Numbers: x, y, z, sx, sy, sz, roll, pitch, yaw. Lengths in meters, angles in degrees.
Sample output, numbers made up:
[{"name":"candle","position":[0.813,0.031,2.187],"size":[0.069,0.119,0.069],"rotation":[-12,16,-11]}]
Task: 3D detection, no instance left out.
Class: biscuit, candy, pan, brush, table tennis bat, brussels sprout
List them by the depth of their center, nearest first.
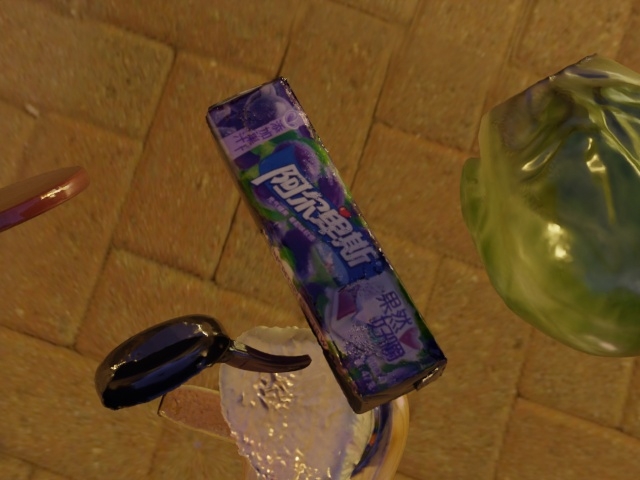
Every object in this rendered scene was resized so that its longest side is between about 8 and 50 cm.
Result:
[{"name":"brussels sprout","position":[0.228,-0.024,0.976],"size":[0.244,0.244,0.244],"rotation":[1,80,-6]},{"name":"pan","position":[-0.091,0.094,1.005],"size":[0.212,0.115,0.040],"rotation":[0,57,-44]},{"name":"candy","position":[0.000,0.000,1.073],"size":[0.088,0.061,0.312],"rotation":[-26,71,-8]},{"name":"table tennis bat","position":[-0.370,-0.011,1.209],"size":[0.310,0.200,0.038],"rotation":[-30,106,-33]},{"name":"brush","position":[-0.016,0.220,1.221],"size":[0.174,0.166,0.267],"rotation":[9,87,19]},{"name":"biscuit","position":[-0.096,0.214,1.428],"size":[0.188,0.056,0.052],"rotation":[17,72,7]}]
